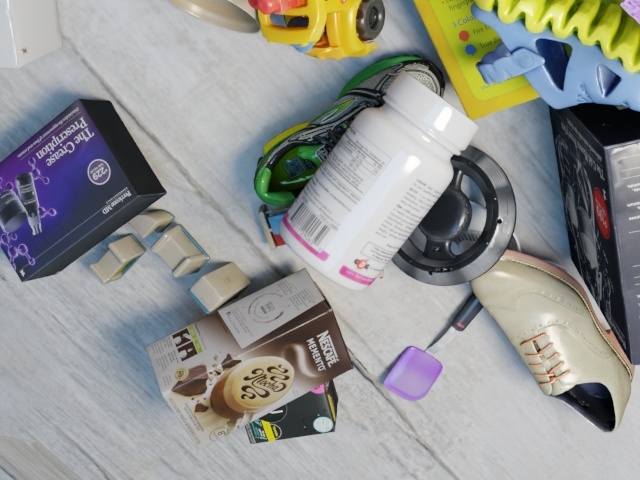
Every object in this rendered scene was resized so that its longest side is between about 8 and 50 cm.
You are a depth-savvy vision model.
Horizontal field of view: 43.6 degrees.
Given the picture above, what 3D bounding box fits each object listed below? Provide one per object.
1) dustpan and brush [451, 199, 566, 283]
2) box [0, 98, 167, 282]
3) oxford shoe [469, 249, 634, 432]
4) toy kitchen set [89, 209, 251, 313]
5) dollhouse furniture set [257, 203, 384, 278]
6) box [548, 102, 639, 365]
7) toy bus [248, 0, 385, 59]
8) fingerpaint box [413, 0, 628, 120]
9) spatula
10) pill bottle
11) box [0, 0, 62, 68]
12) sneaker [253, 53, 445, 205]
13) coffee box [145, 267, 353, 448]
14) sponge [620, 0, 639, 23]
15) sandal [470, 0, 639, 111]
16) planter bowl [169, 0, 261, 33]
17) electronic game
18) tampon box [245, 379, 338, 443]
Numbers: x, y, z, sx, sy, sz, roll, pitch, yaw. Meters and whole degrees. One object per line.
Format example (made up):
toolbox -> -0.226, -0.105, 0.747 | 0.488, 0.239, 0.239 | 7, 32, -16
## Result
dustpan and brush -> 0.300, 0.020, 1.327 | 0.211, 0.060, 0.147 | 12, 114, -1
box -> -0.410, -0.079, 1.294 | 0.261, 0.103, 0.184 | -34, 89, 18
oxford shoe -> 0.383, 0.164, 1.304 | 0.397, 0.146, 0.140 | 38, 135, -19
toy kitchen set -> -0.261, 0.061, 1.385 | 0.166, 0.122, 0.207 | -44, 84, 21
dollhouse furniture set -> 0.000, 0.000, 1.307 | 0.183, 0.129, 0.129 | -14, 112, 10
box -> 0.459, -0.054, 1.126 | 0.179, 0.343, 0.313 | -13, 112, 9
toy bus -> -0.023, -0.334, 1.090 | 0.149, 0.211, 0.220 | 13, 129, 30
fingerpaint box -> 0.330, -0.406, 1.007 | 0.444, 0.163, 0.371 | -16, 113, 35
spatula -> 0.226, 0.168, 1.417 | 0.084, 0.030, 0.296 | 32, 112, -10
pill bottle -> 0.083, -0.083, 1.117 | 0.160, 0.160, 0.283 | 35, 103, -10
box -> -0.585, -0.375, 1.169 | 0.345, 0.168, 0.215 | 2, 114, 5
sneaker -> 0.045, -0.152, 1.227 | 0.343, 0.146, 0.134 | -35, 107, 17
coffee box -> -0.113, 0.195, 1.331 | 0.297, 0.119, 0.168 | -27, 133, -7
sponge -> 0.434, -0.227, 0.891 | 0.210, 0.117, 0.031 | 42, 147, -5
sandal -> 0.314, -0.217, 0.967 | 0.317, 0.126, 0.138 | 32, 134, 19
planter bowl -> -0.141, -0.383, 1.147 | 0.162, 0.162, 0.109 | 21, 88, -5
electronic game -> 0.195, -0.042, 1.265 | 0.229, 0.048, 0.229 | -1, 87, 28
tampon box -> -0.059, 0.283, 1.453 | 0.161, 0.101, 0.120 | -12, 113, 10
